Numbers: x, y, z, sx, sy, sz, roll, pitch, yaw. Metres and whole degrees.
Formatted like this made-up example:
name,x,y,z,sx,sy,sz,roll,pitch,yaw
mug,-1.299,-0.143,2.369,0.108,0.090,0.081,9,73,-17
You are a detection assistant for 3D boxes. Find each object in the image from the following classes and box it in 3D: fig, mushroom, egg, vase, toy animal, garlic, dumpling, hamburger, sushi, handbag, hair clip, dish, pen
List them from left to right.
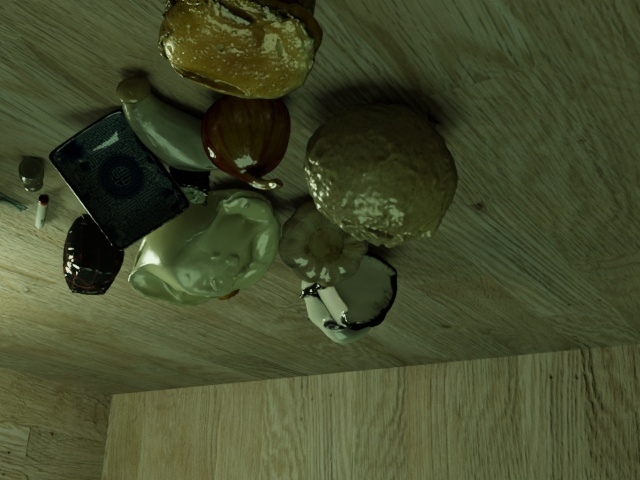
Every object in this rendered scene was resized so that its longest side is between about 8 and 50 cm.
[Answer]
name,x,y,z,sx,sy,sz,roll,pitch,yaw
hair clip,-0.770,-0.089,2.050,0.030,0.039,0.115,-4,161,30
vase,-0.645,-0.144,1.875,0.053,0.053,0.100,7,162,-13
pen,-0.706,-0.065,2.118,0.026,0.026,0.218,9,158,-18
handbag,-0.593,0.044,2.192,0.155,0.169,0.215,9,157,-19
dish,-0.399,-0.126,1.687,0.182,0.243,0.080,-32,-166,4
mushroom,-0.298,-0.216,1.596,0.118,0.103,0.270,-13,149,34
sushi,-0.279,-0.130,1.833,0.098,0.084,0.094,9,155,-30
dumpling,-0.255,0.022,2.021,0.395,0.233,0.316,-43,135,20
hamburger,-0.118,-0.322,1.225,0.245,0.162,0.244,4,151,2
fig,-0.135,-0.170,1.549,0.175,0.207,0.175,-6,166,-2
garlic,0.000,0.000,2.054,0.219,0.218,0.212,7,-173,-12
toy animal,0.077,0.160,2.354,0.251,0.250,0.310,7,166,-12
egg,0.113,-0.125,1.578,0.311,0.279,0.279,26,152,-17

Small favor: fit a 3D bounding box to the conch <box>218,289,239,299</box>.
name,x,y,z,sx,sy,sz,roll,pitch,yaw
conch,-0.268,0.077,2.386,0.109,0.093,0.330,20,137,0
